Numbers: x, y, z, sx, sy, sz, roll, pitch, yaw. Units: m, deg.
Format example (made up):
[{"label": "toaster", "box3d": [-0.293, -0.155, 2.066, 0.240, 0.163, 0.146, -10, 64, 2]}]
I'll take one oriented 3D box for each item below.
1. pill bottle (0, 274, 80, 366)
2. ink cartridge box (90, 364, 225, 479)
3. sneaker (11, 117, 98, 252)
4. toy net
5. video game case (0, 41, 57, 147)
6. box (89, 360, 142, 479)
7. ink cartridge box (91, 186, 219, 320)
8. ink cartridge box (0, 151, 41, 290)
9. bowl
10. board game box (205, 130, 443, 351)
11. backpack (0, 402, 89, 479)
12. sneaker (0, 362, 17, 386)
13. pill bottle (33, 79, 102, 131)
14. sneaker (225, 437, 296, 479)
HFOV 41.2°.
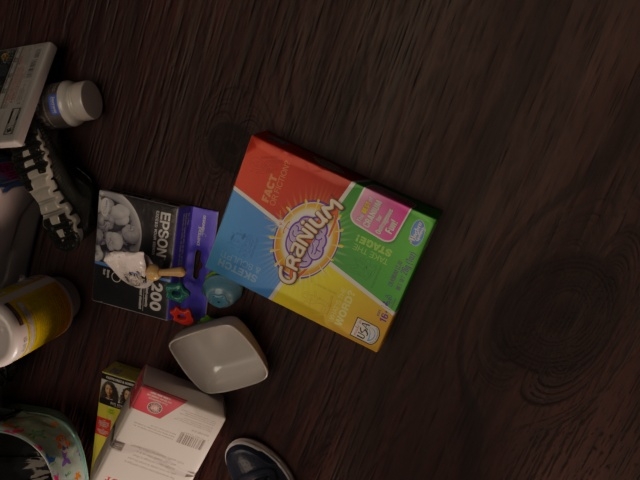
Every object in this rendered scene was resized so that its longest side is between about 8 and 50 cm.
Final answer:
[{"label": "pill bottle", "box3d": [-0.506, 0.129, 1.464, 0.117, 0.215, 0.117, 4, 104, 17]}, {"label": "ink cartridge box", "box3d": [-0.281, 0.347, 1.474, 0.158, 0.092, 0.218, 25, 102, -16]}, {"label": "sneaker", "box3d": [-0.444, -0.103, 1.445, 0.078, 0.106, 0.234, -13, 105, 28]}, {"label": "toy net", "box3d": [-0.251, 0.072, 1.424, 0.232, 0.045, 0.122, 25, 130, -13]}, {"label": "video game case", "box3d": [-0.530, -0.237, 1.415, 0.173, 0.022, 0.190, 0, 67, 29]}, {"label": "box", "box3d": [-0.362, 0.343, 1.554, 0.087, 0.058, 0.232, 15, 108, 12]}, {"label": "ink cartridge box", "box3d": [-0.287, 0.028, 1.463, 0.208, 0.045, 0.206, 12, 106, 13]}, {"label": "ink cartridge box", "box3d": [-0.710, -0.063, 1.517, 0.395, 0.151, 0.270, 23, 108, 10]}, {"label": "bowl", "box3d": [-0.166, 0.187, 1.441, 0.142, 0.053, 0.142, -17, 121, 21]}, {"label": "board game box", "box3d": [0.000, 0.000, 1.353, 0.316, 0.064, 0.242, 25, 109, 10]}, {"label": "backpack", "box3d": [-0.542, 0.415, 1.556, 0.253, 0.191, 0.225, 1, 104, 28]}, {"label": "sneaker", "box3d": [-0.619, 0.239, 1.520, 0.130, 0.109, 0.286, 21, 64, 2]}, {"label": "pill bottle", "box3d": [-0.441, -0.226, 1.431, 0.137, 0.078, 0.078, -7, 101, 19]}, {"label": "sneaker", "box3d": [-0.089, 0.481, 1.451, 0.099, 0.153, 0.282, -31, 93, 21]}]
